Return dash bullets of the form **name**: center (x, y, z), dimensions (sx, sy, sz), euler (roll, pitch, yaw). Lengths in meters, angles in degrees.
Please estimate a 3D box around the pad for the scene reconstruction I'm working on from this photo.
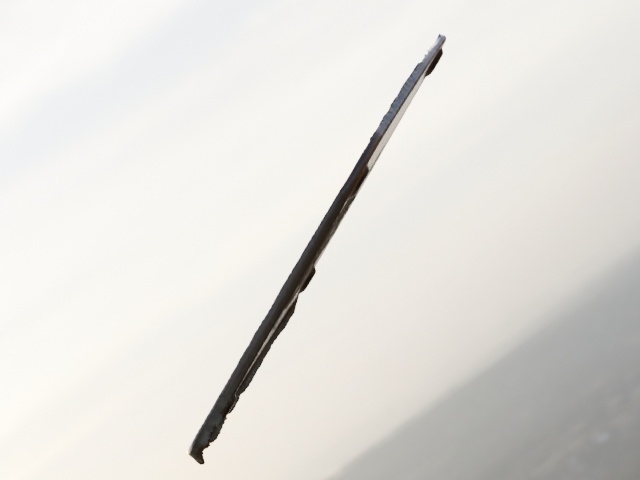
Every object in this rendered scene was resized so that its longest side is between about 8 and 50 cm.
- **pad**: center (0.000, 0.000, 1.354), dimensions (0.286, 0.018, 0.284), euler (-61, -2, 27)
